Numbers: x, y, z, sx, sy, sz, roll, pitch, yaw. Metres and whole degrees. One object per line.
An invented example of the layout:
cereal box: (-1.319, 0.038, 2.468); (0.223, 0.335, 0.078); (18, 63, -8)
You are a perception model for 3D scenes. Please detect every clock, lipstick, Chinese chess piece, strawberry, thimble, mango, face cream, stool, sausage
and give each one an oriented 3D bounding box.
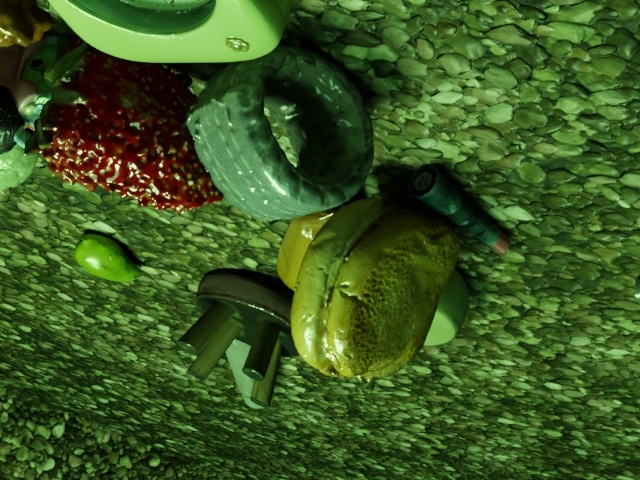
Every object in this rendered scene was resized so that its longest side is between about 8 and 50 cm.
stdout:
clock: (-0.432, -0.210, 1.664); (0.194, 0.195, 0.100); (14, 152, 8)
lipstick: (0.228, -0.038, 1.794); (0.053, 0.053, 0.234); (-8, 148, 42)
Chinese chess piece: (0.144, 0.100, 2.080); (0.250, 0.101, 0.250); (13, 156, 6)
strawberry: (-0.238, -0.170, 1.593); (0.306, 0.233, 0.138); (18, 159, -20)
thimble: (-0.057, -0.141, 1.564); (0.236, 0.205, 0.172); (36, 151, -30)
mango: (-0.436, 0.045, 2.357); (0.091, 0.074, 0.165); (-8, 147, 39)
face cream: (-0.164, 0.298, 2.728); (0.143, 0.089, 0.314); (12, 148, 12)
stool: (-0.158, 0.204, 2.362); (0.272, 0.178, 0.272); (22, 155, 11)
sausage: (-0.006, -0.002, 1.954); (0.112, 0.112, 0.328); (18, 155, -3)
clock: (-0.208, -0.347, 1.325); (0.286, 0.117, 0.348); (4, 152, 25)

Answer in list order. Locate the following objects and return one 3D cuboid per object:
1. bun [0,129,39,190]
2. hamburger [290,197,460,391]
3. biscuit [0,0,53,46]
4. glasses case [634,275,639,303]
bun: (-0.601, -0.161, 1.973); (0.221, 0.108, 0.221); (14, 156, 6)
hamburger: (0.084, 0.086, 1.821); (0.170, 0.314, 0.290); (25, -173, 38)
biscuit: (-0.556, -0.357, 1.529); (0.312, 0.110, 0.318); (2, 152, 33)
glasses case: (0.602, 0.081, 1.834); (0.191, 0.042, 0.072); (-7, 155, 41)
